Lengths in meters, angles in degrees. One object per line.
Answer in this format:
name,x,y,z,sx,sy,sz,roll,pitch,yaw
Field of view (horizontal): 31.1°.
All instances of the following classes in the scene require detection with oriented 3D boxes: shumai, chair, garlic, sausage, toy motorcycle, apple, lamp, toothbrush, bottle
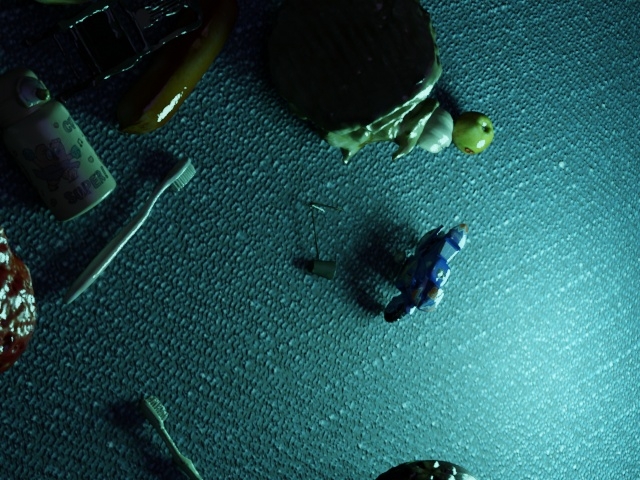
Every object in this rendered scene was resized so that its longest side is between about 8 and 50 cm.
shumai,0.074,-0.273,1.892,0.267,0.314,0.262,-47,155,0
chair,-0.290,-0.297,1.645,0.229,0.113,0.106,-39,108,-39
garlic,0.200,-0.199,2.057,0.094,0.074,0.113,31,49,-21
sausage,-0.209,-0.269,1.723,0.083,0.089,0.300,48,57,-34
toy motorcycle,0.180,0.057,1.975,0.076,0.114,0.205,44,59,-25
apple,0.282,-0.199,2.124,0.084,0.071,0.084,8,78,-40
lamp,0.000,0.001,1.890,0.054,0.041,0.121,11,80,-29
toothbrush,-0.274,-0.014,1.673,0.307,0.025,0.029,-53,124,-32
bottle,-0.369,-0.135,1.557,0.097,0.110,0.209,-45,112,-35
toothbrush,-0.184,0.346,1.694,0.028,0.026,0.294,-41,110,-36

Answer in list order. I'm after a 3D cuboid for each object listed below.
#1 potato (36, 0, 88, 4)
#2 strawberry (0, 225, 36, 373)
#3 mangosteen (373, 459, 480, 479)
potato,-0.361,-0.381,1.584,0.178,0.118,0.109,-5,123,-13
strawberry,-0.467,0.049,1.345,0.257,0.257,0.276,-33,144,-37
mangosteen,0.163,0.493,1.855,0.231,0.231,0.289,-1,114,-39
